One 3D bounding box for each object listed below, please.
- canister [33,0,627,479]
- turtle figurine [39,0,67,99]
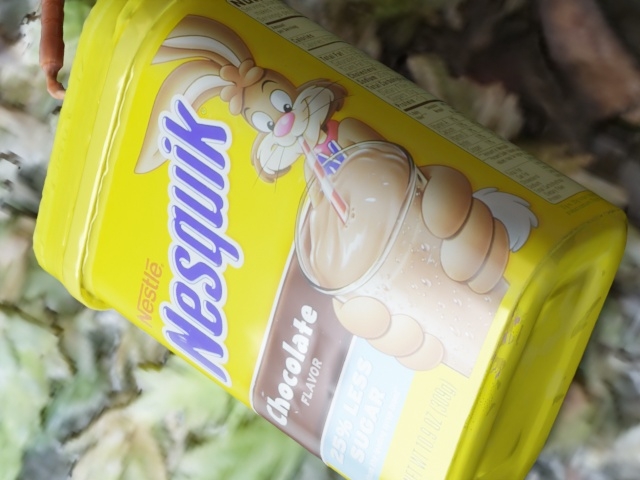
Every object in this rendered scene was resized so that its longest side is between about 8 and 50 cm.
[{"bbox_3d":[0.000,0.000,0.626,0.170,0.073,0.126,34,124,25],"label":"canister"},{"bbox_3d":[-0.008,-0.176,0.686,0.217,0.087,0.269,7,80,26],"label":"turtle figurine"}]
